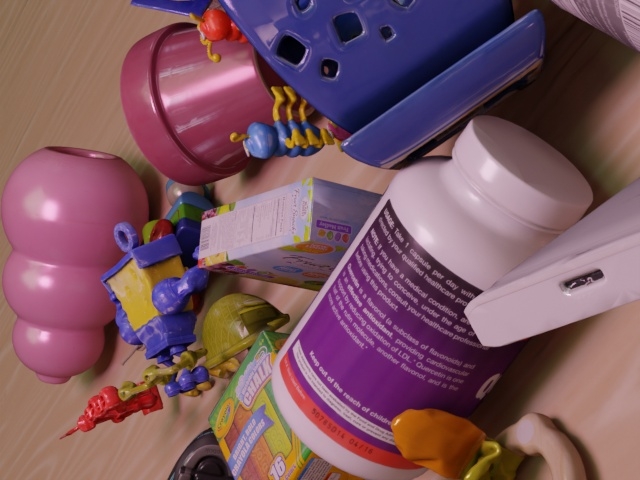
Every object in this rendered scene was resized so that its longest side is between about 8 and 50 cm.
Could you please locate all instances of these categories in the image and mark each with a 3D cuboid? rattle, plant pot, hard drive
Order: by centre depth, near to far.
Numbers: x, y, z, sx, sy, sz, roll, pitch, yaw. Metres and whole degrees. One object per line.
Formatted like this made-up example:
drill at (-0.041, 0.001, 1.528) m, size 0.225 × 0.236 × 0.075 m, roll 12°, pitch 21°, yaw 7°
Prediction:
hard drive at (0.259, -0.030, 0.884) m, size 0.203 × 0.307 × 0.040 m, roll -26°, pitch 94°, yaw 49°
rattle at (0.155, 0.232, 1.073) m, size 0.130 × 0.143 × 0.199 m, roll -30°, pitch 47°, yaw 25°
plant pot at (0.073, -0.193, 1.177) m, size 0.236 × 0.236 × 0.212 m, roll -35°, pitch 87°, yaw 8°
plant pot at (-0.109, -0.183, 1.562) m, size 0.180 × 0.201 × 0.201 m, roll -18°, pitch 64°, yaw 35°

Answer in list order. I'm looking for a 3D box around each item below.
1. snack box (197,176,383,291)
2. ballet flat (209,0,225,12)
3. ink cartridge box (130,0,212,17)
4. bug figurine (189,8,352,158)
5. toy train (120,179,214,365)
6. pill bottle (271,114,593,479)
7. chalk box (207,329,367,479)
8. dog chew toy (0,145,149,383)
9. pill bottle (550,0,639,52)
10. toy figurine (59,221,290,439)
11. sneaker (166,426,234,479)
snack box at (0.000, 0.000, 1.338) m, size 0.207 × 0.174 × 0.070 m, roll -17°, pitch 66°, yaw 53°
ballet flat at (-0.114, -0.463, 1.726) m, size 0.107 × 0.106 × 0.316 m, roll 13°, pitch 89°, yaw 57°
ink cartridge box at (-0.126, -0.465, 1.601) m, size 0.270 × 0.151 × 0.395 m, roll 14°, pitch 92°, yaw 17°
bug figurine at (-0.019, -0.170, 1.392) m, size 0.072 × 0.216 × 0.279 m, roll 113°, pitch 148°, yaw -41°
toy train at (-0.215, 0.034, 1.716) m, size 0.248 × 0.105 × 0.143 m, roll -52°, pitch 30°, yaw 32°
pill bottle at (0.101, 0.053, 1.167) m, size 0.323 × 0.181 × 0.181 m, roll -57°, pitch 39°, yaw 27°
chalk box at (-0.020, 0.184, 1.341) m, size 0.132 × 0.132 × 0.213 m, roll -60°, pitch 37°, yaw 22°
dog chew toy at (-0.357, 0.039, 1.837) m, size 0.206 × 0.207 × 0.331 m, roll 23°, pitch 106°, yaw 56°
pill bottle at (0.266, -0.246, 1.035) m, size 0.318 × 0.176 × 0.176 m, roll 48°, pitch 118°, yaw 51°
toy figurine at (-0.204, 0.074, 1.507) m, size 0.362 × 0.191 × 0.217 m, roll -36°, pitch 72°, yaw 56°
sneaker at (-0.150, 0.346, 1.534) m, size 0.106 × 0.101 × 0.267 m, roll -124°, pitch 51°, yaw -75°
